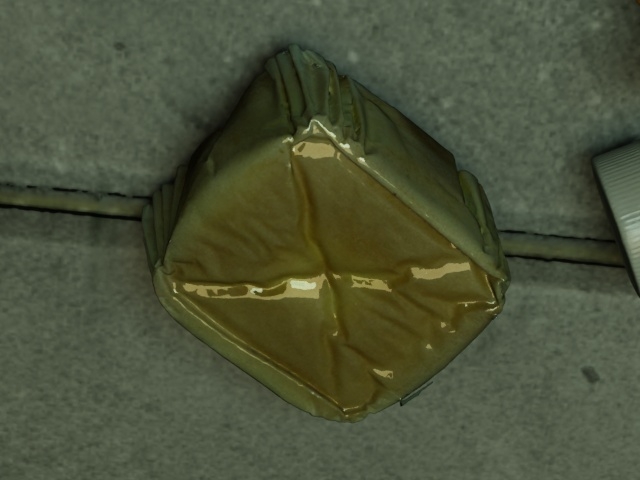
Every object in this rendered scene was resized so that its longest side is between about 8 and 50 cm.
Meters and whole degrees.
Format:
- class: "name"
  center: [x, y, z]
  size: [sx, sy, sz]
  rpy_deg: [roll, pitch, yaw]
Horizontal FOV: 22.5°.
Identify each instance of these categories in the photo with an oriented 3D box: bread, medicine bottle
- class: "bread"
  center: [0.002, 0.000, 1.053]
  size: [0.209, 0.110, 0.192]
  rpy_deg: [35, 117, -17]
- class: "medicine bottle"
  center: [0.271, -0.035, 1.047]
  size: [0.168, 0.105, 0.105]
  rpy_deg: [-20, 116, 7]

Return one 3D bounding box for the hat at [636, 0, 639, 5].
- class: "hat"
  center: [0.239, -0.228, 0.943]
  size: [0.244, 0.233, 0.233]
  rpy_deg: [-31, 87, 1]
